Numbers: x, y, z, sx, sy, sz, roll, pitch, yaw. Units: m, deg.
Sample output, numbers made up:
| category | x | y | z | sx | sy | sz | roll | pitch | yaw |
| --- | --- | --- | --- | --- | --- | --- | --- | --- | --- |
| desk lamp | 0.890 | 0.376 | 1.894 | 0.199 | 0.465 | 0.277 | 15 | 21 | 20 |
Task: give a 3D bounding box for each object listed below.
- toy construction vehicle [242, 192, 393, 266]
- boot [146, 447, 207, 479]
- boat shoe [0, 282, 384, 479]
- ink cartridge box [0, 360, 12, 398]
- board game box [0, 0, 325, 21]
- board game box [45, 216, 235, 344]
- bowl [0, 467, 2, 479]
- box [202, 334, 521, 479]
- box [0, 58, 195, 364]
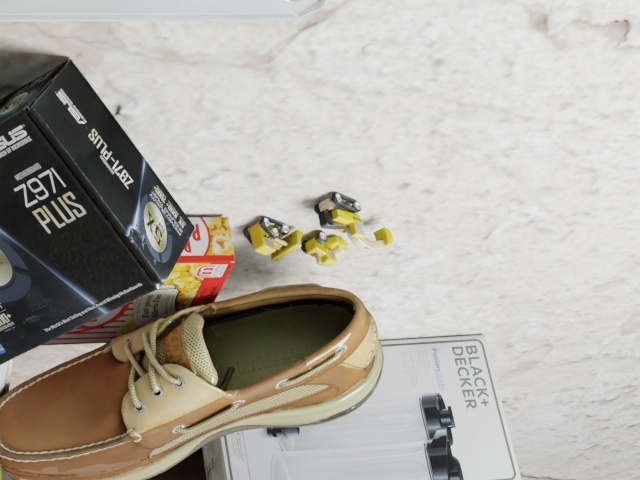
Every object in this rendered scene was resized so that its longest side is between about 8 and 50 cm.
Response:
| category | x | y | z | sx | sy | sz | roll | pitch | yaw |
| --- | --- | --- | --- | --- | --- | --- | --- | --- | --- |
| toy construction vehicle | 0.000 | 0.000 | 1.242 | 0.086 | 0.035 | 0.098 | -28 | 148 | 31 |
| boot | -0.124 | 0.239 | 1.543 | 0.207 | 0.090 | 0.248 | -3 | 177 | 38 |
| boat shoe | -0.108 | 0.102 | 1.226 | 0.324 | 0.123 | 0.120 | -17 | 149 | -9 |
| ink cartridge box | -0.372 | 0.144 | 1.141 | 0.278 | 0.117 | 0.201 | -43 | 169 | -30 |
| board game box | -0.146 | -0.238 | 0.711 | 0.390 | 0.050 | 0.390 | -3 | 152 | -17 |
| board game box | -0.181 | 0.034 | 1.229 | 0.193 | 0.045 | 0.147 | -1 | 151 | -19 |
| bowl | -0.443 | 0.322 | 1.487 | 0.289 | 0.156 | 0.289 | -13 | 170 | -2 |
| box | 0.033 | 0.188 | 1.479 | 0.290 | 0.169 | 0.087 | -1 | 149 | -16 |
| box | -0.202 | -0.012 | 1.020 | 0.180 | 0.077 | 0.147 | -24 | 112 | 26 |
